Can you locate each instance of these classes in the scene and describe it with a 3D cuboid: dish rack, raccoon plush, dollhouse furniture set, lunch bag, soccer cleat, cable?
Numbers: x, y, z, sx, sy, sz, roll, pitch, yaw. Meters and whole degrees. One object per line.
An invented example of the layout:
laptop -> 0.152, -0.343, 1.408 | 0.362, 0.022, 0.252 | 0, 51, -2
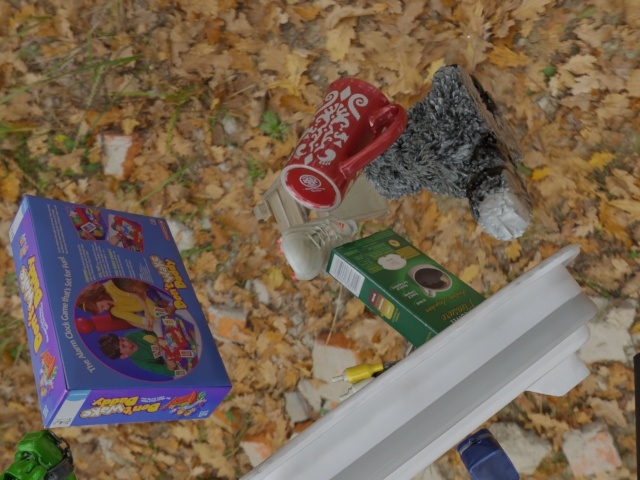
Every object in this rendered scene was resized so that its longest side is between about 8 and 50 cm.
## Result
dish rack -> 0.061, 0.149, 0.490 | 0.285, 0.333, 0.072 | -32, 73, -17
raccoon plush -> 0.167, -0.117, 1.116 | 0.299, 0.446, 0.216 | -34, 108, 28
dollhouse furniture set -> 0.010, -0.028, 1.629 | 0.355, 0.174, 0.303 | -38, 70, 58
lunch bag -> 0.262, 0.349, 1.029 | 0.067, 0.065, 0.098 | -32, 114, 1
soccer cleat -> 0.000, 0.000, 0.821 | 0.076, 0.196, 0.068 | -27, 92, 14
cable -> 0.174, 0.278, 1.371 | 0.287, 0.072, 0.139 | -33, 83, 4

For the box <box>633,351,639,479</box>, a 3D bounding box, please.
box -> 0.497, 0.273, 0.610 | 0.343, 0.312, 0.179 | 31, 137, -5

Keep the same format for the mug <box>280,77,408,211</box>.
mug -> 0.029, -0.138, 0.895 | 0.113, 0.169, 0.150 | 36, 149, -9

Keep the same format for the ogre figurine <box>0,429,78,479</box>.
ogre figurine -> -0.227, 0.261, 0.513 | 0.097, 0.197, 0.118 | -28, 126, -3

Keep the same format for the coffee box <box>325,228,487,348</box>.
coffee box -> 0.106, 0.059, 0.755 | 0.184, 0.113, 0.040 | 38, 127, 30

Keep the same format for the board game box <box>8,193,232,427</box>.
board game box -> -0.295, 0.093, 0.932 | 0.078, 0.233, 0.347 | -53, 48, 27
